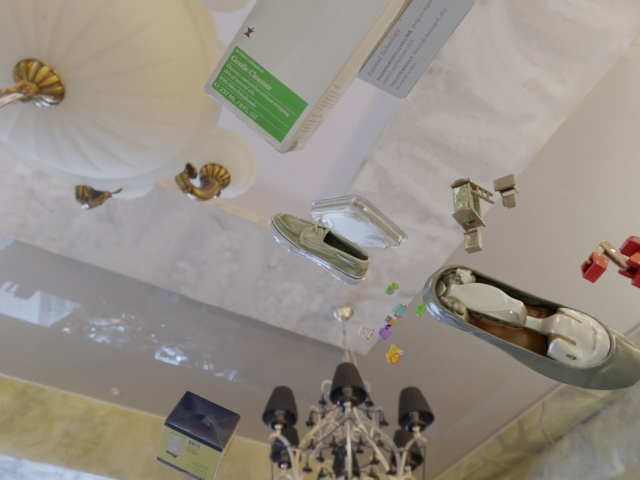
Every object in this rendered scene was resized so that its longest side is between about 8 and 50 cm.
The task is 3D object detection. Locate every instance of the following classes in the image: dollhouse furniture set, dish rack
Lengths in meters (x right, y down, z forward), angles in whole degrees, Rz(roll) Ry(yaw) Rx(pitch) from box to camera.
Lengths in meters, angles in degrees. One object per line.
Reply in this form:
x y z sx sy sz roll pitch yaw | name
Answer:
0.440 -0.084 1.190 0.161 0.181 0.101 -20 -41 35 | dollhouse furniture set
0.121 -0.051 1.628 0.286 0.072 0.333 39 -22 -26 | dish rack

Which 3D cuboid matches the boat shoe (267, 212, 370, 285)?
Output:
0.000 0.000 1.185 0.302 0.109 0.094 31 -52 9 | boat shoe

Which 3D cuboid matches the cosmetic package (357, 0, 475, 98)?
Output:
0.146 -0.664 1.183 0.394 0.329 0.327 21 -34 -12 | cosmetic package

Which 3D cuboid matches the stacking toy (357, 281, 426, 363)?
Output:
0.229 0.249 1.397 0.052 0.167 0.221 35 -93 -34 | stacking toy

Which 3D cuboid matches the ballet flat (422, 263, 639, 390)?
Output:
0.201 0.082 0.430 0.213 0.072 0.068 21 -19 18 | ballet flat

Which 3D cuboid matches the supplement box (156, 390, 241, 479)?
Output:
-0.161 0.261 0.595 0.083 0.056 0.083 23 -61 5 | supplement box

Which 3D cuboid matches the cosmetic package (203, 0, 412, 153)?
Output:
-0.017 -0.361 0.811 0.197 0.155 0.365 38 -70 2 | cosmetic package

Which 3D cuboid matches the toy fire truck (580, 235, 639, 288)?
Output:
0.648 0.040 0.972 0.135 0.192 0.047 28 -46 16 | toy fire truck
